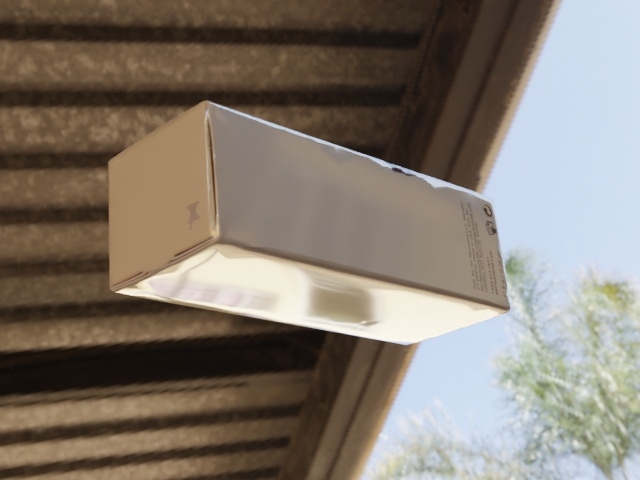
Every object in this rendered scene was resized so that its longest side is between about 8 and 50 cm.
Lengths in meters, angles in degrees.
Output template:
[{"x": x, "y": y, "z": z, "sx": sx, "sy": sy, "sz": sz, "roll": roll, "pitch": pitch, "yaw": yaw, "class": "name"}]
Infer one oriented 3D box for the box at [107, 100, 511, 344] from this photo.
[{"x": 0.000, "y": 0.000, "z": 0.734, "sx": 0.113, "sy": 0.094, "sz": 0.275, "roll": -23, "pitch": -27, "yaw": 40, "class": "box"}]
